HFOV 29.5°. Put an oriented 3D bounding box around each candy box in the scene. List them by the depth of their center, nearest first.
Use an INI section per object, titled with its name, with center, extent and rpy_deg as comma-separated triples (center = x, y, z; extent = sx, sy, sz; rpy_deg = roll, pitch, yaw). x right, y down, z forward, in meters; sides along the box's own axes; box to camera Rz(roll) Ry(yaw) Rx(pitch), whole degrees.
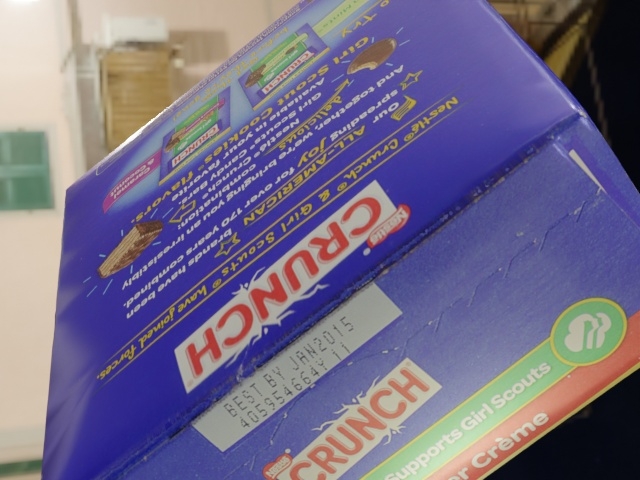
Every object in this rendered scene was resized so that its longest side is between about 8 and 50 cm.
[candy box]
center = 0.000, 0.000, 0.601
extent = 0.268, 0.122, 0.317
rpy_deg = -37, -155, 11
